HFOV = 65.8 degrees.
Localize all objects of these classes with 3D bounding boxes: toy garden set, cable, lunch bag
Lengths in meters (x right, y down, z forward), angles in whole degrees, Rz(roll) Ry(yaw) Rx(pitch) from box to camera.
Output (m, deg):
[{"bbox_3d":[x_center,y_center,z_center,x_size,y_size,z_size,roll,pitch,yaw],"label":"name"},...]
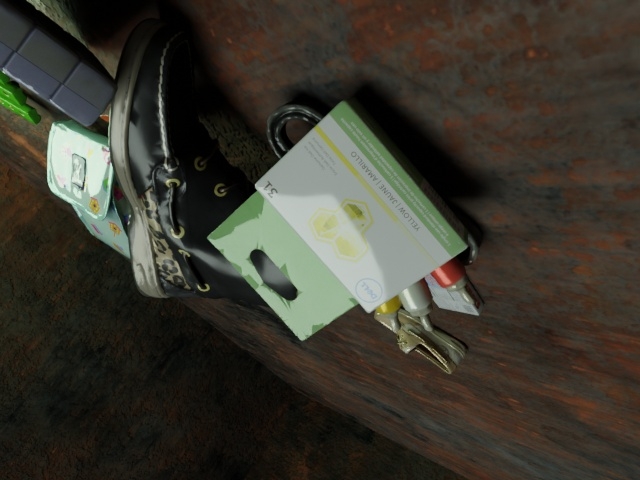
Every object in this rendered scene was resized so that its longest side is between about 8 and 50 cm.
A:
[{"bbox_3d":[-0.659,-0.352,0.942,0.204,0.049,0.244,30,160,4],"label":"toy garden set"},{"bbox_3d":[0.063,-0.030,0.512,0.140,0.072,0.287,-28,111,27],"label":"cable"},{"bbox_3d":[-0.400,-0.099,0.964,0.223,0.160,0.262,25,147,31],"label":"lunch bag"}]

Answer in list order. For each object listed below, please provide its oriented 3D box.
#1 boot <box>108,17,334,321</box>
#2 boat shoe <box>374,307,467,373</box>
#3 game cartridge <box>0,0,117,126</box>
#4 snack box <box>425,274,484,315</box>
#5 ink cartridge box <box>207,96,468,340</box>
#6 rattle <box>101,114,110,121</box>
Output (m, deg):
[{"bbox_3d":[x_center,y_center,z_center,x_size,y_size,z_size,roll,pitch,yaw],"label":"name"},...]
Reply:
[{"bbox_3d":[-0.091,-0.052,0.607,0.284,0.138,0.377,13,125,3],"label":"boot"},{"bbox_3d":[0.161,0.167,0.845,0.170,0.059,0.063,27,158,18],"label":"boat shoe"},{"bbox_3d":[-0.328,-0.227,0.489,0.230,0.068,0.355,42,180,-37],"label":"game cartridge"},{"bbox_3d":[0.145,0.035,0.631,0.064,0.022,0.178,7,147,48],"label":"snack box"},{"bbox_3d":[0.000,0.000,0.496,0.235,0.056,0.171,-39,96,25],"label":"ink cartridge box"},{"bbox_3d":[-0.273,-0.140,0.857,0.130,0.143,0.199,-30,101,32],"label":"rattle"}]
